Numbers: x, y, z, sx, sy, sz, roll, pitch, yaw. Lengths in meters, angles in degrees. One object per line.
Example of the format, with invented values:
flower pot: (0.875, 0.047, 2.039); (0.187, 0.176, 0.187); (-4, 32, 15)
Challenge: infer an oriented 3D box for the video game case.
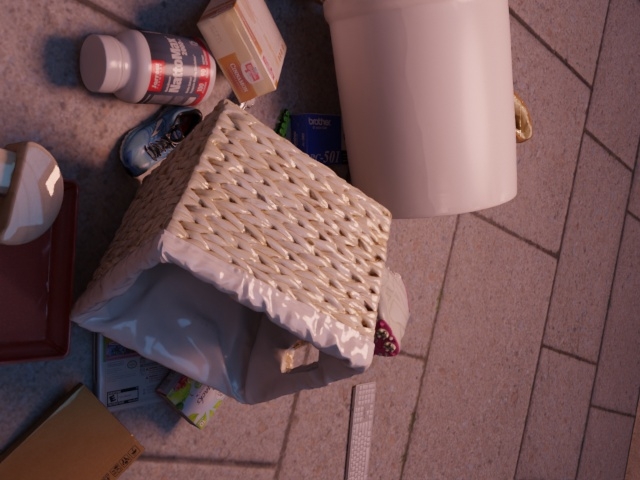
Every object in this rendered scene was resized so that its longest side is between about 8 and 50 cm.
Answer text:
video game case: (-0.268, 0.168, 1.192); (0.212, 0.023, 0.194); (-3, 97, -44)

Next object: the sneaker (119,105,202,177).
sneaker: (-0.246, -0.162, 1.142); (0.162, 0.073, 0.063); (-53, 127, -27)

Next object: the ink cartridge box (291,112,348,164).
ink cartridge box: (0.033, -0.195, 1.434); (0.207, 0.046, 0.097); (-5, 97, -44)

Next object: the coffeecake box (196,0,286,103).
coffeecake box: (-0.121, -0.330, 1.187); (0.185, 0.068, 0.142); (-85, 151, -55)

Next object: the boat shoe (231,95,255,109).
boat shoe: (-0.129, -0.247, 1.279); (0.035, 0.035, 0.100); (40, 60, -36)

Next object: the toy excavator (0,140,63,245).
toy excavator: (-0.543, -0.031, 0.741); (0.433, 0.222, 0.445); (47, 63, -33)

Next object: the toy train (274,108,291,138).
toy train: (-0.072, -0.202, 1.351); (0.023, 0.017, 0.083); (34, 71, -52)

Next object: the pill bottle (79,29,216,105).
pill bottle: (-0.258, -0.258, 1.098); (0.180, 0.108, 0.108); (-8, 100, -44)

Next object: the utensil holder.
utensil holder: (0.191, -0.259, 1.334); (0.327, 0.327, 0.386); (-20, 108, -42)

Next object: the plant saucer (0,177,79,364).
plant saucer: (-0.458, 0.037, 0.974); (0.259, 0.047, 0.259); (2, 93, -44)

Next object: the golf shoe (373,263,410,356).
golf shoe: (0.110, 0.092, 1.511); (0.140, 0.115, 0.306); (-49, 132, -43)

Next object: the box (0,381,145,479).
box: (-0.380, 0.333, 1.083); (0.201, 0.021, 0.164); (-45, 123, -23)

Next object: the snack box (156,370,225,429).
snack box: (-0.194, 0.228, 1.226); (0.141, 0.037, 0.100); (-54, 129, -25)

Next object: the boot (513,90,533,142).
boot: (0.327, -0.223, 1.564); (0.236, 0.269, 0.089); (37, 69, -40)

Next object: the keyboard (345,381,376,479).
keyboard: (0.086, 0.433, 1.577); (0.072, 0.014, 0.256); (4, 92, -45)

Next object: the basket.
basket: (-0.115, 0.038, 1.044); (0.331, 0.328, 0.267); (33, 55, -22)

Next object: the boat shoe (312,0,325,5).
boat shoe: (-0.061, -0.464, 1.309); (0.190, 0.068, 0.072); (26, 88, -33)
